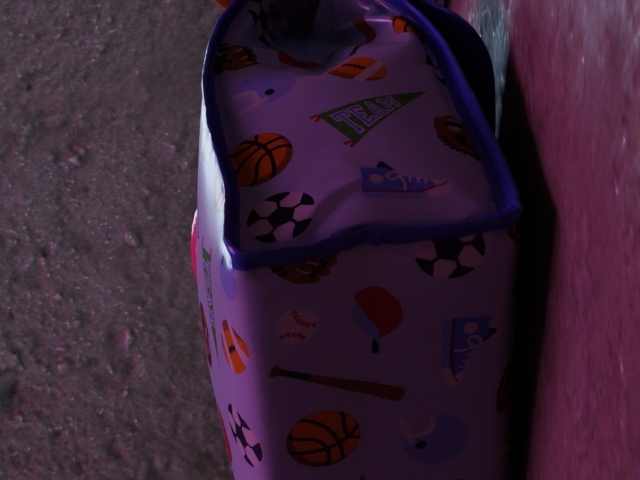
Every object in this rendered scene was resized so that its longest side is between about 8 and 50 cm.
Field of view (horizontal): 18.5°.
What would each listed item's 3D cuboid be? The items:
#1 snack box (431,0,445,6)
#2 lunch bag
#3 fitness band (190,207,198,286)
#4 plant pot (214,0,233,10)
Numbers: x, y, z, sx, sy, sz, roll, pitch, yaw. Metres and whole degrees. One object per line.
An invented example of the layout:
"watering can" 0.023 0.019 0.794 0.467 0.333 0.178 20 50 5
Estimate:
"snack box" 0.100 -0.276 1.725 0.064 0.022 0.178 -94 5 -56
"lunch bag" 0.020 0.004 1.477 0.385 0.239 0.328 -108 14 -53
"fitness band" 0.000 0.000 1.782 0.054 0.291 0.209 -6 108 45
"plant pot" 0.005 -0.302 1.785 0.205 0.205 0.188 98 -161 -64
